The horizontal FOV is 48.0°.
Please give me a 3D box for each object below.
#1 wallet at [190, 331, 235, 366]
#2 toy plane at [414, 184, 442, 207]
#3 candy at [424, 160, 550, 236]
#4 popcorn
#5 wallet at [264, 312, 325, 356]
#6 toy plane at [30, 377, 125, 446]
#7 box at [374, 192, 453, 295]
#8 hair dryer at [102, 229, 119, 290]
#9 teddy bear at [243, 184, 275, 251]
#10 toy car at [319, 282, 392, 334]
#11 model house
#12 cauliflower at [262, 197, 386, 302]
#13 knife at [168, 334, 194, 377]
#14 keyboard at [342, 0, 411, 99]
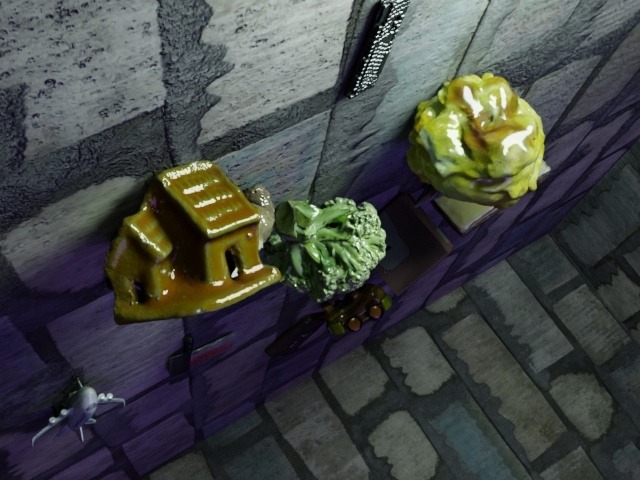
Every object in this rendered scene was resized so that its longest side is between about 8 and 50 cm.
[{"bbox_3d":[-0.352,0.343,2.181,0.196,0.020,0.103,-23,156,-27],"label":"wallet"},{"bbox_3d":[0.359,-0.206,1.886,0.326,0.104,0.223,-37,162,22],"label":"toy plane"},{"bbox_3d":[0.475,-0.168,2.065,0.320,0.179,0.135,-35,164,4],"label":"candy"},{"bbox_3d":[0.351,-0.217,1.568,0.312,0.312,0.312,-31,162,-11],"label":"popcorn"},{"bbox_3d":[-0.080,0.348,2.643,0.229,0.049,0.182,-44,157,24],"label":"wallet"},{"bbox_3d":[-0.609,0.424,1.810,0.251,0.101,0.255,-20,154,-38],"label":"toy plane"},{"bbox_3d":[0.238,0.008,2.049,0.215,0.215,0.086,-44,171,27],"label":"box"},{"bbox_3d":[-0.357,0.043,1.337,0.124,0.071,0.219,-10,159,-49],"label":"hair dryer"},{"bbox_3d":[-0.184,-0.012,1.382,0.190,0.140,0.177,-34,168,28],"label":"teddy bear"},{"bbox_3d":[0.118,0.224,2.510,0.248,0.142,0.200,-28,-174,-10],"label":"toy car"},{"bbox_3d":[-0.227,-0.001,1.195,0.173,0.239,0.268,9,-157,41],"label":"model house"},{"bbox_3d":[0.000,0.000,1.619,0.275,0.272,0.250,-49,131,0],"label":"cauliflower"},{"bbox_3d":[-0.401,0.338,2.058,0.072,0.019,0.245,-20,153,-26],"label":"knife"},{"bbox_3d":[0.098,-0.327,1.227,0.072,0.023,0.231,-28,162,-27],"label":"keyboard"}]
